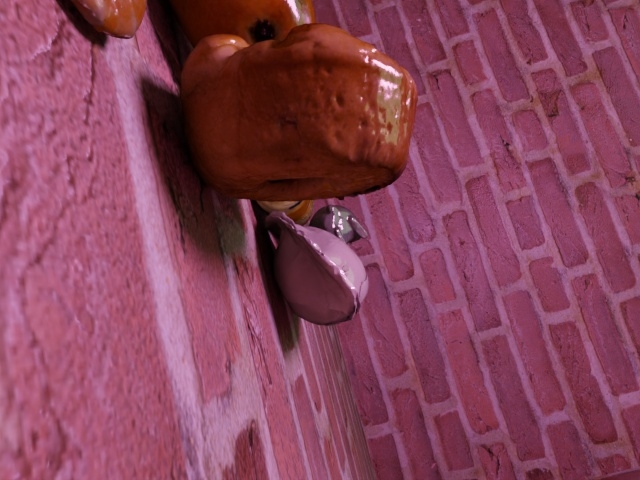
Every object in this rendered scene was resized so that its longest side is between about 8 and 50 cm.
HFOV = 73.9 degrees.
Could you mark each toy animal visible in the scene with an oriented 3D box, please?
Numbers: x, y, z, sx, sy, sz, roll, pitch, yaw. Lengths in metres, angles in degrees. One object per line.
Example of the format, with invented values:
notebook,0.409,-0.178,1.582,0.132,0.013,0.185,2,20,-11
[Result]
toy animal,0.001,-0.003,1.075,0.251,0.125,0.127,-22,-111,55

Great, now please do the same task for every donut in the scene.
donut,-0.025,-0.136,0.534,0.317,0.299,0.150,4,84,-63

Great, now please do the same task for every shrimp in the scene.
shrimp,-0.187,-0.267,0.332,0.115,0.051,0.217,42,35,-82

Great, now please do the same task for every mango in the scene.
mango,-0.128,-0.351,0.606,0.317,0.173,0.211,56,8,24

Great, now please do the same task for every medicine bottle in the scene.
medicine bottle,-0.074,-0.097,0.948,0.239,0.124,0.124,71,4,-83

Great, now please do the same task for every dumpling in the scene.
dumpling,-0.019,0.050,0.876,0.260,0.181,0.341,51,15,-1
